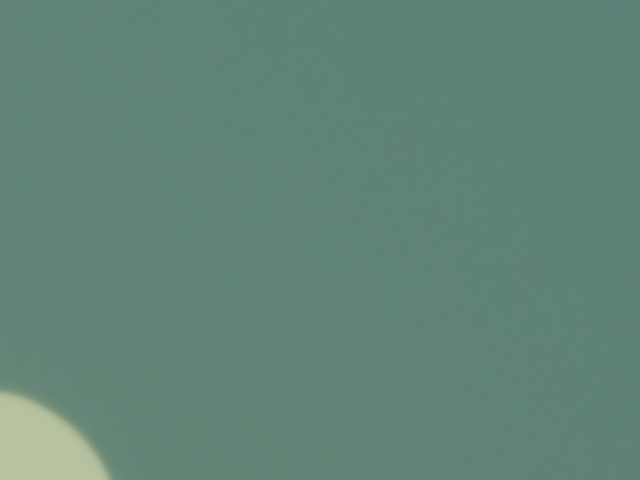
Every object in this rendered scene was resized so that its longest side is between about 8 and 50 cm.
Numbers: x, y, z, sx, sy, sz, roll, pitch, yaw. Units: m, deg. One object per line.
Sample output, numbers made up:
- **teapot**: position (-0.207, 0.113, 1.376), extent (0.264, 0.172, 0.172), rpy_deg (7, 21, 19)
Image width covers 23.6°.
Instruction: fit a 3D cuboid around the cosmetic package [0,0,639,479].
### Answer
- **cosmetic package**: position (0.000, 0.000, 0.604), extent (0.327, 0.329, 0.394), rpy_deg (24, 8, -6)
